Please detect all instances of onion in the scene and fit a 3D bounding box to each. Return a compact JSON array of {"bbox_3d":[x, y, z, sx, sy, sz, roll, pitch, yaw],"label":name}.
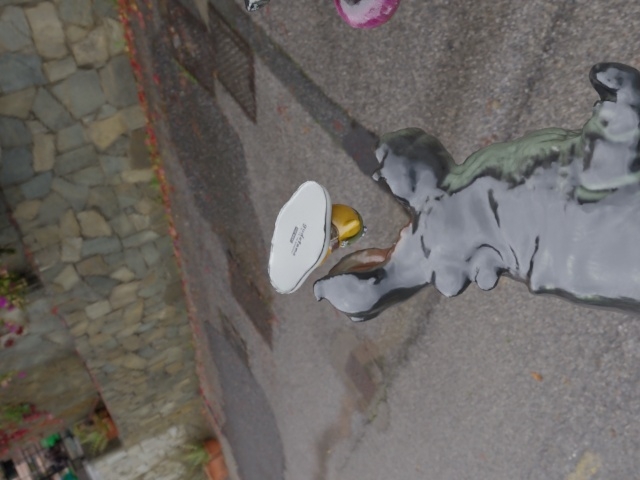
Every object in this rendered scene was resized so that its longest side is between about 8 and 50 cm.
[{"bbox_3d":[0.113,-0.600,1.703,0.153,0.177,0.177,-49,-61,-71],"label":"onion"}]

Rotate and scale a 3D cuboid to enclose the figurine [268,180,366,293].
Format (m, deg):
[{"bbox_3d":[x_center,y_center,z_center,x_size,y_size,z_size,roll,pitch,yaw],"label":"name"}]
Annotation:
[{"bbox_3d":[0.000,0.000,1.499,0.166,0.141,0.250,53,124,38],"label":"figurine"}]

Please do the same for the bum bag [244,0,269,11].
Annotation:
[{"bbox_3d":[-0.136,-0.670,1.638,0.144,0.095,0.340,-49,33,41],"label":"bum bag"}]

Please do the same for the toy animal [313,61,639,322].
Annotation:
[{"bbox_3d":[0.156,-0.020,0.436,0.343,0.106,0.168,4,101,29],"label":"toy animal"}]
